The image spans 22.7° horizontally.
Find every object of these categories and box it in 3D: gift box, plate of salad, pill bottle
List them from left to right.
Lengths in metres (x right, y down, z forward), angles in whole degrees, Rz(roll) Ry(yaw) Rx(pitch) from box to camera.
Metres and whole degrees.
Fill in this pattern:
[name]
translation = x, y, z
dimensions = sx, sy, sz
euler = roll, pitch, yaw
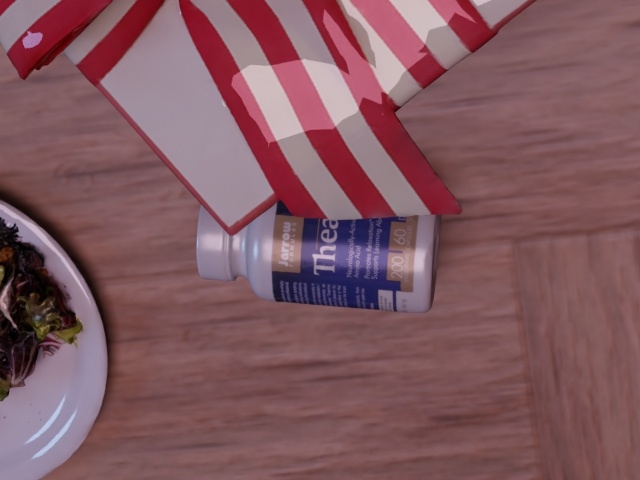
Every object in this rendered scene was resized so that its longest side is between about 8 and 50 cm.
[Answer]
[plate of salad]
translation = -0.218, 0.061, 0.885
dimensions = 0.200, 0.048, 0.199
euler = 3, 112, 8
[pill bottle]
translation = 0.000, 0.000, 0.816
dimensions = 0.120, 0.067, 0.067
euler = 4, 112, 7
[gift box]
translation = 0.009, -0.169, 0.644
dimensions = 0.276, 0.258, 0.255
euler = 44, 112, -9
